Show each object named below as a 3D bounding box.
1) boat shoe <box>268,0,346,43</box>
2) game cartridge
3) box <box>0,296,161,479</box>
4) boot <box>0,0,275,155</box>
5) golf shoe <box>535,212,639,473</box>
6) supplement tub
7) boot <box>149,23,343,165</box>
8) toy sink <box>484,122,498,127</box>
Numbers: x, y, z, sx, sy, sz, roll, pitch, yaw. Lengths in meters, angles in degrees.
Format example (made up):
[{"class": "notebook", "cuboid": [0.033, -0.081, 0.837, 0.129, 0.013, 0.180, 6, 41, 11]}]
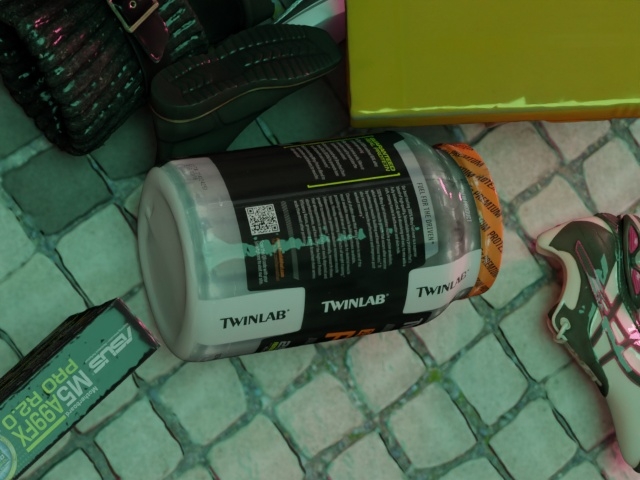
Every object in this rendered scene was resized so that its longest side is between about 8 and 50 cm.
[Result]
[{"class": "boat shoe", "cuboid": [0.018, -0.255, 1.885, 0.228, 0.080, 0.076, -35, 75, -15]}, {"class": "game cartridge", "cuboid": [0.183, -0.250, 1.817, 0.323, 0.053, 0.285, -1, 75, -1]}, {"class": "box", "cuboid": [-0.278, 0.166, 1.655, 0.270, 0.216, 0.060, -43, 97, -19]}, {"class": "boot", "cuboid": [-0.217, -0.280, 1.747, 0.260, 0.131, 0.348, -35, 108, -20]}, {"class": "golf shoe", "cuboid": [0.293, 0.108, 1.939, 0.120, 0.105, 0.273, -6, 80, -4]}, {"class": "supplement tub", "cuboid": [0.000, 0.000, 1.784, 0.316, 0.193, 0.194, -8, 87, -19]}, {"class": "boot", "cuboid": [-0.079, -0.126, 1.815, 0.197, 0.137, 0.077, -17, 54, -22]}, {"class": "toy sink", "cuboid": [0.267, -0.219, 1.914, 0.234, 0.131, 0.153, -16, 89, -4]}]
